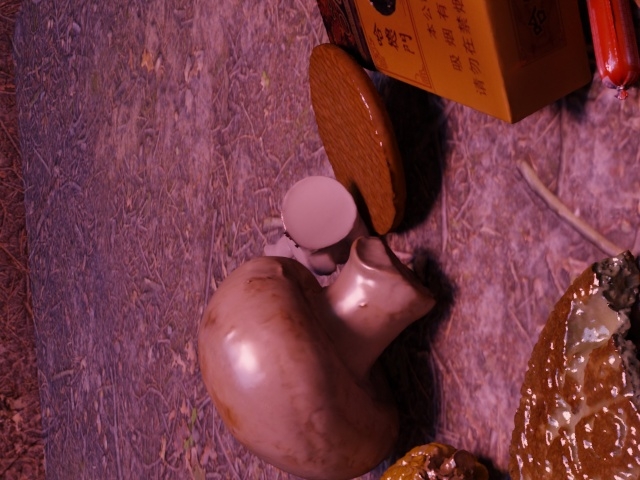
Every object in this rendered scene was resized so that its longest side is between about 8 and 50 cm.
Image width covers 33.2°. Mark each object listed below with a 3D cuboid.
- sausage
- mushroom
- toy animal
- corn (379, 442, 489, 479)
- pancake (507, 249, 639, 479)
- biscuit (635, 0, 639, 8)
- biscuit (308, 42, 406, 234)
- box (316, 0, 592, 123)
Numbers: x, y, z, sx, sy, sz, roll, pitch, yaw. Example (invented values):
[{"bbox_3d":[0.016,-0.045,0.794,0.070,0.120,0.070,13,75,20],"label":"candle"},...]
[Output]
[{"bbox_3d":[0.287,-0.205,1.048,0.050,0.048,0.145,-13,72,25],"label":"sausage"},{"bbox_3d":[0.010,0.137,1.310,0.290,0.297,0.297,-35,47,13],"label":"mushroom"},{"bbox_3d":[-0.001,0.001,1.483,0.103,0.131,0.221,-48,-7,-13],"label":"toy animal"},{"bbox_3d":[0.096,0.334,1.243,0.321,0.119,0.119,-57,39,41],"label":"corn"},{"bbox_3d":[0.263,0.195,1.028,0.197,0.054,0.376,22,107,62],"label":"pancake"},{"bbox_3d":[0.358,-0.277,0.923,0.301,0.043,0.278,32,115,57],"label":"biscuit"},{"bbox_3d":[0.049,-0.131,1.382,0.262,0.037,0.261,160,90,-77],"label":"biscuit"},{"bbox_3d":[0.110,-0.307,1.199,0.415,0.116,0.264,37,152,56],"label":"box"}]
